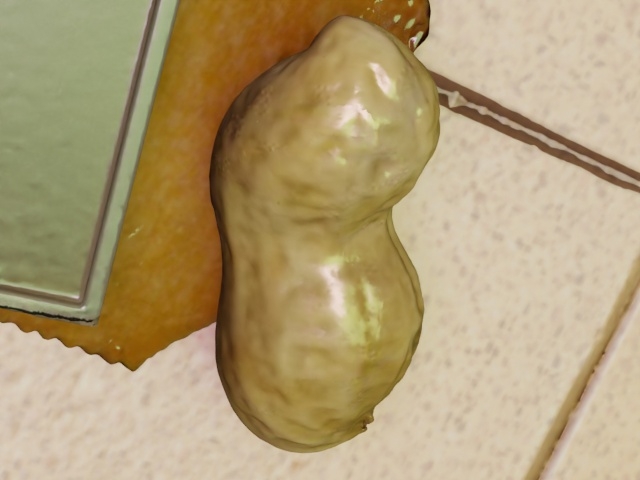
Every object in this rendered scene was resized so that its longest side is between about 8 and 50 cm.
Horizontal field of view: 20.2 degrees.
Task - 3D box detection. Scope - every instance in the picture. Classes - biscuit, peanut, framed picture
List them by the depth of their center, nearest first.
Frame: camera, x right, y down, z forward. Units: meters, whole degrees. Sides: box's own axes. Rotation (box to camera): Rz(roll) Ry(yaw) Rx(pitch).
[{"bbox_3d":[-0.206,-0.089,0.728,0.289,0.020,0.211,12,103,-15],"label":"framed picture"},{"bbox_3d":[-0.084,-0.058,0.818,0.232,0.013,0.237,25,103,-36],"label":"biscuit"},{"bbox_3d":[0.000,0.000,0.822,0.103,0.098,0.229,6,122,7],"label":"peanut"}]
